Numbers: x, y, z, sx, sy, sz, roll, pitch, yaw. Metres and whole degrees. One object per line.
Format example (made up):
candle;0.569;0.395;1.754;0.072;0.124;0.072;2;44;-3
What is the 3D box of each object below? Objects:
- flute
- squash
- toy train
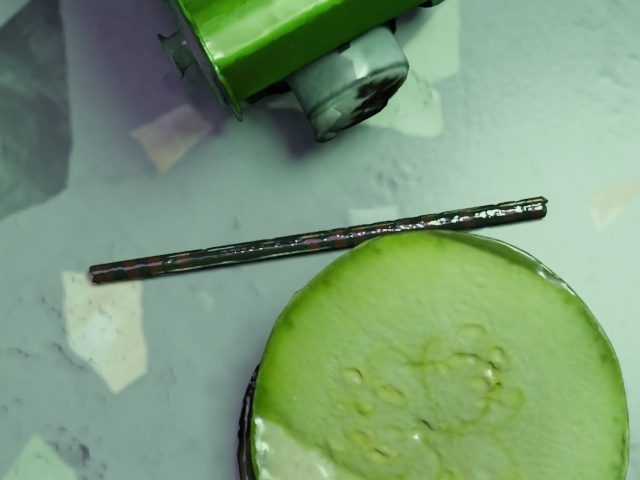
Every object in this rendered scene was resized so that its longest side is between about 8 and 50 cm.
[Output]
flute;0.000;0.000;0.917;0.270;0.014;0.014;-8;81;0
squash;0.061;0.108;0.848;0.220;0.133;0.220;0;87;2
toy train;-0.044;-0.210;0.834;0.173;0.249;0.307;-28;82;-1
